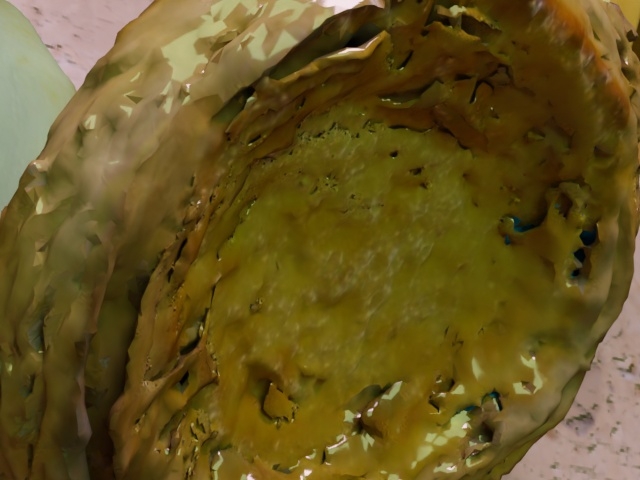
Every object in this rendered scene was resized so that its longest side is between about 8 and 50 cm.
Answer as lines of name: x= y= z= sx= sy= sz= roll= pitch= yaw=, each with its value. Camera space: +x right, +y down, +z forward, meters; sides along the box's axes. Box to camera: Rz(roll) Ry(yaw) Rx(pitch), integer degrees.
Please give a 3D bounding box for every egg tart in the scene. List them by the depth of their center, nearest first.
egg tart: x=0.000 y=0.000 z=0.450 sx=0.290 sy=0.291 sz=0.107 roll=-4 pitch=24 yaw=-34

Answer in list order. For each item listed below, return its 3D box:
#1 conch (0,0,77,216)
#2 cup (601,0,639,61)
conch: x=-0.161 y=0.000 z=0.419 sx=0.143 sy=0.137 sz=0.250 roll=22 pitch=24 yaw=17
cup: x=0.107 y=-0.124 z=0.581 sx=0.185 sy=0.226 sz=0.241 roll=19 pitch=43 yaw=-19
